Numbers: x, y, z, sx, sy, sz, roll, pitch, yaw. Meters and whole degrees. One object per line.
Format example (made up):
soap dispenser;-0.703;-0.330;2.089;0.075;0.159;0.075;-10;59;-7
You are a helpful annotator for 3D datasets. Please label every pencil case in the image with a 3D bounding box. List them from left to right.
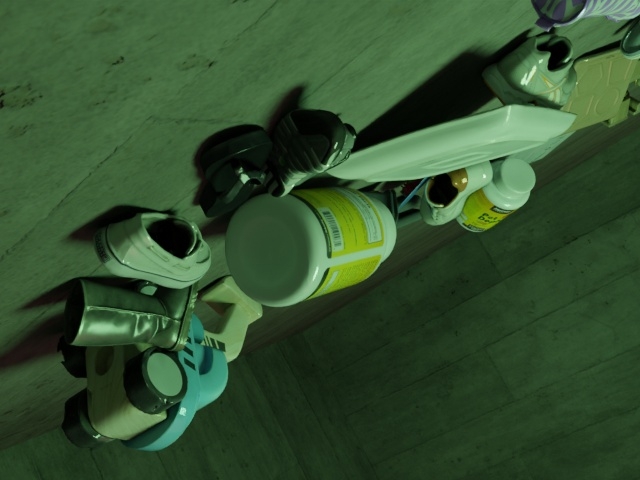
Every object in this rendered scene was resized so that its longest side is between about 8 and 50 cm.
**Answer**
pencil case;0.354;-0.320;0.994;0.206;0.086;0.088;-18;132;-40

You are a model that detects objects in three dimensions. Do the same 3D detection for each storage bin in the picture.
storage bin;0.091;-0.060;1.623;0.091;0.098;0.135;7;155;-22

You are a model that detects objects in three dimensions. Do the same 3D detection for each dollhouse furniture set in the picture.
dollhouse furniture set;0.689;-0.378;1.783;0.144;0.123;0.151;-25;135;-17

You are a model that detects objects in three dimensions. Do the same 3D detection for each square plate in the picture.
square plate;0.226;-0.156;1.310;0.347;0.049;0.344;-14;178;34

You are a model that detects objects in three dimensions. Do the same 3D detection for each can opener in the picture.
can opener;0.132;-0.052;1.850;0.280;0.074;0.093;-19;-159;-34

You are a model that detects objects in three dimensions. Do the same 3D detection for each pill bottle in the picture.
pill bottle;0.000;0.000;1.359;0.188;0.187;0.334;-34;168;29
pill bottle;0.391;-0.105;1.732;0.117;0.117;0.215;-24;169;-23

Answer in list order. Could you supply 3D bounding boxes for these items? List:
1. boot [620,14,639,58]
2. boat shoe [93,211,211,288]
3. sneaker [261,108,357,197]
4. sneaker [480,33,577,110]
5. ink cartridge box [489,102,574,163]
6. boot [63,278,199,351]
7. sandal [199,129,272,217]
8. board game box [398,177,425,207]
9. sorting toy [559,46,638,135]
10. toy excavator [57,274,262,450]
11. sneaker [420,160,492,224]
boot;0.587;-0.394;1.351;0.086;0.069;0.190;-11;153;-39
boat shoe;-0.214;0.005;1.106;0.088;0.096;0.267;-26;163;15
sneaker;0.005;-0.137;1.032;0.132;0.086;0.229;-29;-179;-27
sneaker;0.377;-0.279;1.255;0.262;0.099;0.121;-18;161;-49
ink cartridge box;0.455;-0.233;1.766;0.330;0.071;0.324;-20;168;-21
boot;-0.306;0.090;1.257;0.209;0.189;0.076;17;159;-37
sandal;-0.110;-0.080;1.043;0.097;0.054;0.254;-26;170;-15
board game box;0.212;-0.136;1.667;0.168;0.033;0.133;-49;174;14
sorting toy;0.562;-0.313;1.579;0.193;0.038;0.208;-20;143;-24
toy excavator;-0.274;0.223;1.543;0.222;0.432;0.445;-33;141;24
sneaker;0.263;-0.106;1.716;0.123;0.105;0.290;-21;165;-22
